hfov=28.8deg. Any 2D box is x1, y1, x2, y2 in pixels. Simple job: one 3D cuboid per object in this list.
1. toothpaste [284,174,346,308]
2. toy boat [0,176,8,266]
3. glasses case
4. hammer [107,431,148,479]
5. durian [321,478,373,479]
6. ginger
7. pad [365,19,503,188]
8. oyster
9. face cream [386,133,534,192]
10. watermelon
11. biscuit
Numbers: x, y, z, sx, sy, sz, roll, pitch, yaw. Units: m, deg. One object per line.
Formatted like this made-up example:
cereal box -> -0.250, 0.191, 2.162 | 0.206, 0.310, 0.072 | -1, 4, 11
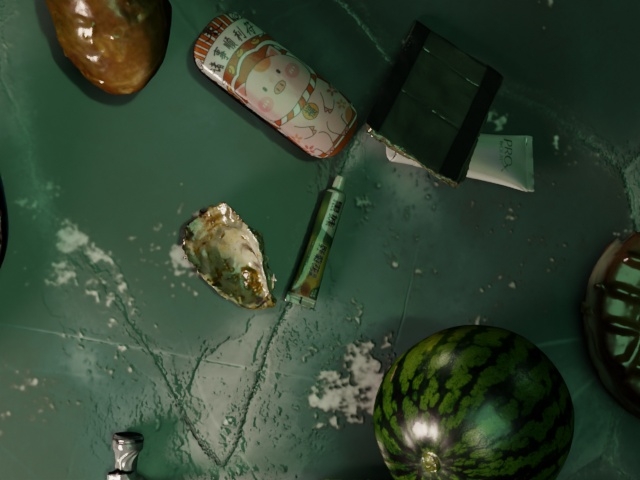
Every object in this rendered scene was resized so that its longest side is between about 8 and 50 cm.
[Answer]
toothpaste -> 0.000, 0.000, 1.853 | 0.049, 0.031, 0.204 | 19, 87, -13
toy boat -> -0.478, -0.037, 1.699 | 0.100, 0.097, 0.223 | -7, 107, -18
glasses case -> -0.065, -0.224, 1.821 | 0.266, 0.067, 0.103 | 36, 79, -12
hammer -> -0.090, 0.354, 1.762 | 0.426, 0.044, 0.152 | 1, 91, 2
durian -> 0.108, 0.464, 1.853 | 0.394, 0.163, 0.198 | -1, 49, -18
ginger -> -0.302, -0.359, 1.709 | 0.165, 0.172, 0.321 | -19, 94, -15
pad -> 0.172, -0.207, 1.869 | 0.174, 0.022, 0.233 | 30, 60, -10
oyster -> -0.122, 0.028, 1.809 | 0.177, 0.056, 0.105 | 44, 91, -9
face cream -> 0.217, -0.131, 1.901 | 0.243, 0.058, 0.092 | 6, 75, -19
watermelon -> 0.216, 0.257, 1.775 | 0.285, 0.285, 0.285 | 0, 89, -15
biscuit -> 0.567, 0.162, 1.954 | 0.366, 0.115, 0.268 | 24, 82, -12
